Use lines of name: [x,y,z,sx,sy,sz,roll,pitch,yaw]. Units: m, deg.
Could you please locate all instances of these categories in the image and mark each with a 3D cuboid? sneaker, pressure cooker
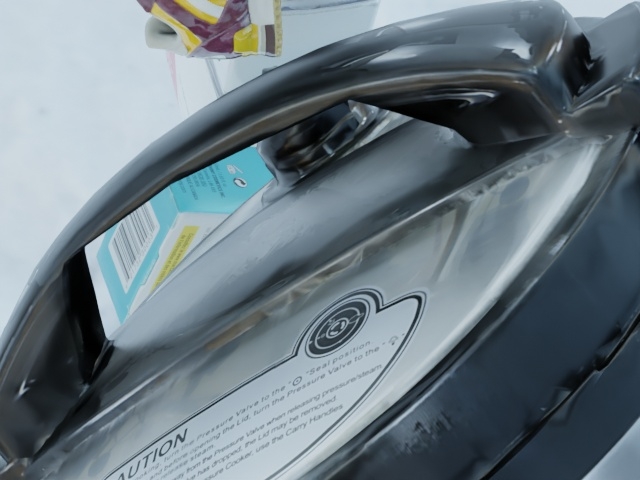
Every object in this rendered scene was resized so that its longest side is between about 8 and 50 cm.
sneaker: [-0.064,-0.154,1.008,0.084,0.069,0.185,-4,145,1]
pressure cooker: [0.069,0.110,0.856,0.370,0.375,0.420,-45,108,-15]

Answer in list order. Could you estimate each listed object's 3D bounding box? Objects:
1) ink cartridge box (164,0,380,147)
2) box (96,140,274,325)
ink cartridge box: [-0.037,-0.145,1.239,0.092,0.218,0.158,-7,61,-16]
box: [0.000,0.000,1.179,0.244,0.060,0.100,2,136,-31]
